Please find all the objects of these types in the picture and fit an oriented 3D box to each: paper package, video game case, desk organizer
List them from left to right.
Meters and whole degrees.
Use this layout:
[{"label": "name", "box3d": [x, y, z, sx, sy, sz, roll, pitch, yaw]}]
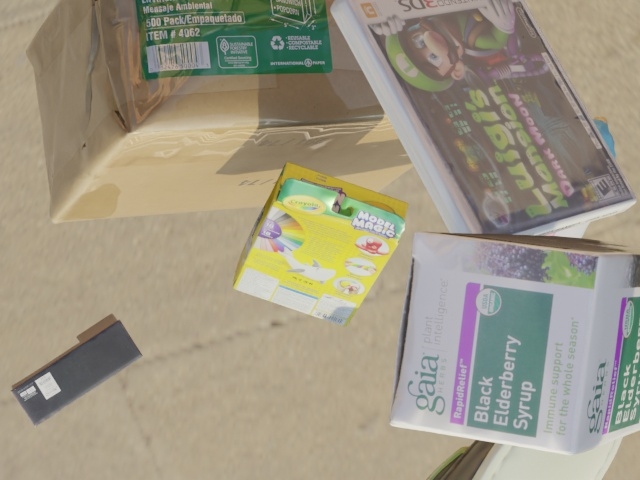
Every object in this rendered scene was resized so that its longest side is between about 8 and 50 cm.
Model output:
[{"label": "desk organizer", "box3d": [-0.251, 0.130, 1.900, 0.130, 0.050, 0.047, -33, 106, -8]}, {"label": "paper package", "box3d": [-0.058, -0.138, 1.582, 0.325, 0.309, 0.168, -5, 78, -22]}, {"label": "video game case", "box3d": [0.111, -0.089, 1.237, 0.022, 0.173, 0.190, -39, 73, 43]}]

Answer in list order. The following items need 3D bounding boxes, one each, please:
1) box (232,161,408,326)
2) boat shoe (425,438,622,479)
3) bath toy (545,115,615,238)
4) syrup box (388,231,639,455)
[{"label": "box", "box3d": [0.000, 0.000, 1.473, 0.105, 0.043, 0.179, 19, 151, -6]}, {"label": "boat shoe", "box3d": [0.139, 0.213, 1.550, 0.109, 0.091, 0.305, 44, 81, -29]}, {"label": "bath toy", "box3d": [0.218, -0.035, 1.874, 0.151, 0.348, 0.129, 6, 82, 8]}, {"label": "syrup box", "box3d": [0.123, 0.047, 0.945, 0.096, 0.237, 0.093, 7, 93, 23]}]
